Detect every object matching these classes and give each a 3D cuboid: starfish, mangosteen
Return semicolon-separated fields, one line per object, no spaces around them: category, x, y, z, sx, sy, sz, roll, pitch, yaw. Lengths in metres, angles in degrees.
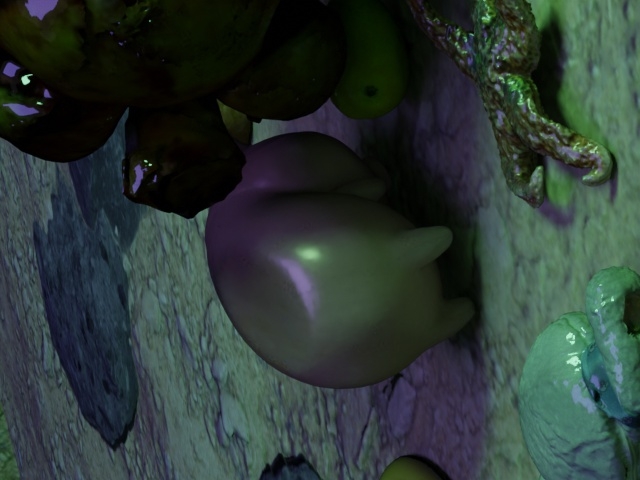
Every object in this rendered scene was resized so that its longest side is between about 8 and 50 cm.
starfish;0.119;-0.103;1.198;0.210;0.053;0.150;54;161;42
mangosteen;-0.121;-0.253;1.315;0.421;0.381;0.381;59;169;-25

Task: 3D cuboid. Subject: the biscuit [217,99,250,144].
biscuit;-0.112;-0.203;1.770;0.186;0.044;0.295;-178;79;-72

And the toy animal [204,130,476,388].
toy animal;-0.003;0.011;1.411;0.250;0.154;0.166;-130;21;-59

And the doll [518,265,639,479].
doll;0.158;0.103;1.135;0.214;0.071;0.103;95;156;-46

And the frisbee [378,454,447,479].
frisbee;0.087;0.280;1.508;0.236;0.017;0.236;169;90;-70

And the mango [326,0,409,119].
mango;0.029;-0.135;1.391;0.073;0.056;0.108;106;150;-42
